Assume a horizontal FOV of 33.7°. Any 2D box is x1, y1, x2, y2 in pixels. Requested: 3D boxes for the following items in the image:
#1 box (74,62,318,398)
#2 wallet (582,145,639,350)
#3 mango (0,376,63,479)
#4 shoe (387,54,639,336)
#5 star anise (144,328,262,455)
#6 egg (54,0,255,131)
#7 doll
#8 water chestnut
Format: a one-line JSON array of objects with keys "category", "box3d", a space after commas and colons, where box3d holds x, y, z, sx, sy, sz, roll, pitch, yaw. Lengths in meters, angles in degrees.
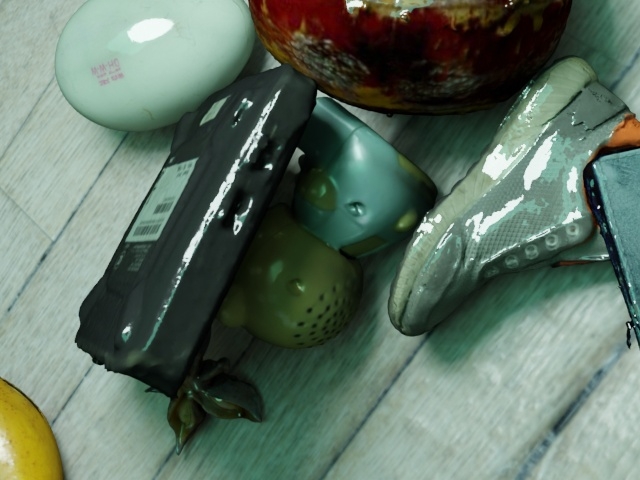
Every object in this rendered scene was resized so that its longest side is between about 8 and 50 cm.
[{"category": "box", "box3d": [-0.141, -0.015, 1.126, 0.350, 0.091, 0.359, -65, 19, -9]}, {"category": "wallet", "box3d": [0.375, 0.083, 0.961, 0.190, 0.046, 0.379, -10, 75, -8]}, {"category": "mango", "box3d": [-0.430, 0.277, 1.340, 0.290, 0.160, 0.191, 38, 90, 25]}, {"category": "shoe", "box3d": [0.218, -0.012, 1.080, 0.171, 0.132, 0.336, 38, 95, 19]}, {"category": "star anise", "box3d": [-0.165, 0.124, 1.308, 0.227, 0.218, 0.148, -80, 14, -51]}, {"category": "egg", "box3d": [-0.204, -0.234, 1.308, 0.264, 0.183, 0.183, -17, 72, 16]}, {"category": "doll", "box3d": [0.000, 0.000, 1.157, 0.161, 0.177, 0.261, 41, 96, 30]}, {"category": "water chestnut", "box3d": [0.098, -0.255, 1.118, 0.350, 0.350, 0.302, 34, 139, 29]}]
